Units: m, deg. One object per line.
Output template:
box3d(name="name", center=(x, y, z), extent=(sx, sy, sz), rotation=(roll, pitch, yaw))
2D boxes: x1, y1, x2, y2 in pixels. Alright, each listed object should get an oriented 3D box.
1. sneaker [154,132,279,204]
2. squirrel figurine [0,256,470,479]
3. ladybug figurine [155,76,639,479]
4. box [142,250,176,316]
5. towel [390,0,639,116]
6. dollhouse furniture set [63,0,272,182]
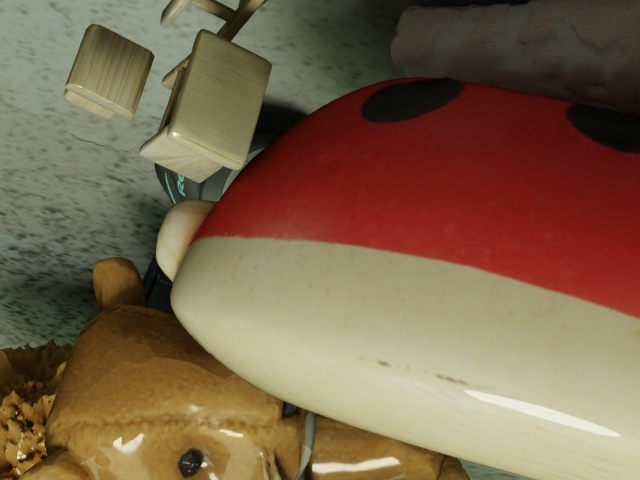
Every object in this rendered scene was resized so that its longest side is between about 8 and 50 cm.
box3d(name="sneaker", center=(0.000, 0.000, 1.047), extent=(0.106, 0.101, 0.267), rotation=(21, 166, 46))
box3d(name="squirrel figurine", center=(-0.116, 0.191, 1.136), extent=(0.397, 0.281, 0.370), rotation=(-1, 145, 27))
box3d(name="ladybug figurine", center=(0.148, 0.033, 0.752), extent=(0.449, 0.162, 0.305), rotation=(15, 179, -3))
box3d(name="box", center=(-0.024, 0.072, 1.214), extent=(0.233, 0.059, 0.183), rotation=(19, 153, -8))
box3d(name="towel", center=(0.239, -0.029, 0.881), extent=(0.332, 0.053, 0.317), rotation=(1, 151, 24))
box3d(name="dollhouse furniture set", center=(-0.089, -0.139, 0.703), extent=(0.182, 0.161, 0.101), rotation=(25, 153, -22))
